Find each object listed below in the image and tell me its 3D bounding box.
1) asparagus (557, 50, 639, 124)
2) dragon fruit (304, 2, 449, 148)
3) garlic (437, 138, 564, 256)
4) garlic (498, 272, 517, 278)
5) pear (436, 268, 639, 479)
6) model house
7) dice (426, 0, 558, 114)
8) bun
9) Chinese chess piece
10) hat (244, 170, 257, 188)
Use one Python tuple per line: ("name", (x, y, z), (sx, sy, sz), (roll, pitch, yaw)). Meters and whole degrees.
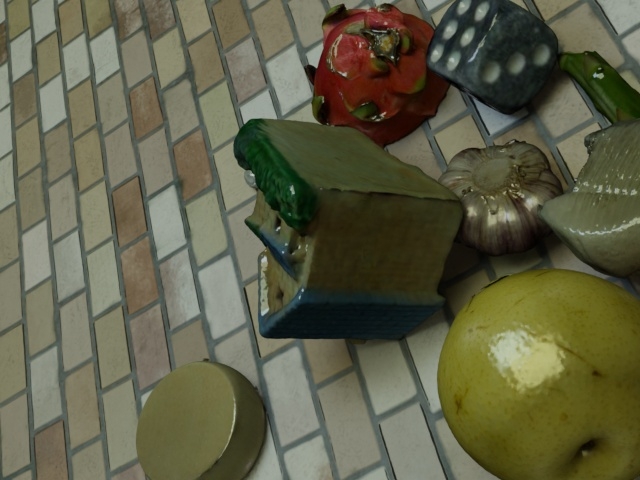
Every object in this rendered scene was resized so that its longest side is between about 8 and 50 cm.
("asparagus", (0.526, -0.260, 1.742), (0.085, 0.082, 0.343), (-63, 35, 38))
("dragon fruit", (0.100, -0.365, 1.996), (0.306, 0.226, 0.305), (-15, 59, 27))
("garlic", (0.322, -0.062, 1.717), (0.245, 0.160, 0.245), (-13, 40, 11))
("garlic", (0.336, 0.083, 1.692), (0.083, 0.041, 0.053), (-13, 70, 38))
("pear", (0.344, 0.203, 1.419), (0.348, 0.348, 0.348), (-17, 55, 26))
("model house", (0.000, 0.000, 1.739), (0.382, 0.335, 0.342), (49, 131, 54))
("dice", (0.326, -0.359, 1.839), (0.182, 0.183, 0.181), (-60, 33, 8))
("bun", (0.514, -0.052, 1.541), (0.282, 0.205, 0.281), (-25, 44, 26))
("Chinese chess piece", (-0.232, 0.365, 1.870), (0.273, 0.102, 0.273), (-17, 57, 27))
("hat", (-0.103, -0.139, 2.107), (0.162, 0.093, 0.112), (-3, 51, 54))
